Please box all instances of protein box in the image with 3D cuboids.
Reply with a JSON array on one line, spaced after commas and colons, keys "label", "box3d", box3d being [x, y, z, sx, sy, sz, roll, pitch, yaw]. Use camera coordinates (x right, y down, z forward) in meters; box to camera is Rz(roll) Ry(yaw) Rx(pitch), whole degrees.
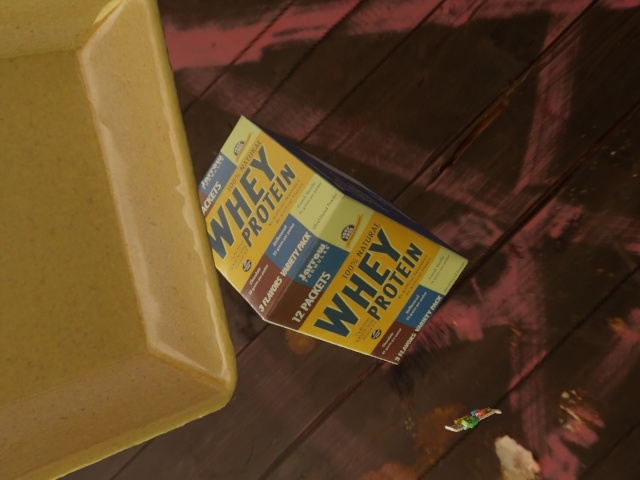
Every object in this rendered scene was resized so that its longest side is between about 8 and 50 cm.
[{"label": "protein box", "box3d": [0.000, 0.000, 0.874, 0.136, 0.201, 0.200, -57, -136, 9]}]

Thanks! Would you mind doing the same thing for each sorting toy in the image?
[{"label": "sorting toy", "box3d": [0.179, 0.207, 0.989, 0.062, 0.083, 0.012, -22, -100, -4]}]

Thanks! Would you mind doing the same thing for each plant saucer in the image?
[{"label": "plant saucer", "box3d": [-0.242, 0.003, 0.567, 0.333, 0.081, 0.333, -18, -78, -35]}]
